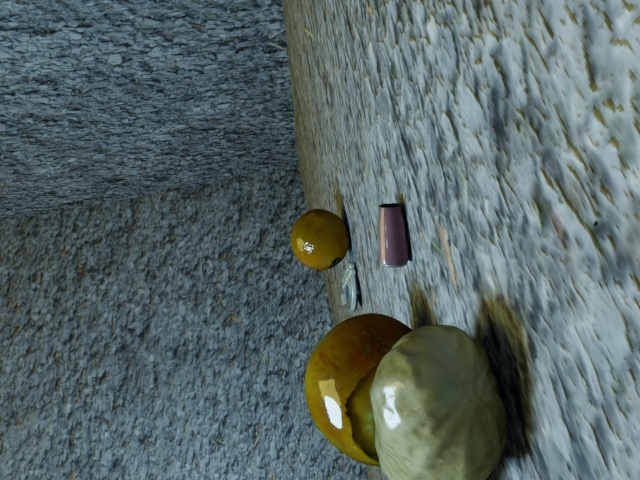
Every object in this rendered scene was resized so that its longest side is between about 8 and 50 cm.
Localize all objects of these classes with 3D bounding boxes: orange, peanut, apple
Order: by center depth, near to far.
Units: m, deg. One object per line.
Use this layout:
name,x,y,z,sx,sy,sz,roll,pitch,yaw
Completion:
peanut,0.139,0.228,0.574,0.152,0.152,0.313,-105,7,-47
apple,0.093,0.246,0.793,0.207,0.237,0.237,36,140,54
orange,0.000,0.000,1.533,0.206,0.206,0.206,169,90,-86

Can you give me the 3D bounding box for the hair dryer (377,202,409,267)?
hair dryer,0.118,-0.018,0.860,0.154,0.054,0.106,-100,4,-80

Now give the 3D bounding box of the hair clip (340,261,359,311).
hair clip,0.102,0.166,1.569,0.220,0.054,0.140,100,165,-69

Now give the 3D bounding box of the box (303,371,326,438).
box,0.075,0.435,1.354,0.226,0.226,0.149,-120,20,-78
